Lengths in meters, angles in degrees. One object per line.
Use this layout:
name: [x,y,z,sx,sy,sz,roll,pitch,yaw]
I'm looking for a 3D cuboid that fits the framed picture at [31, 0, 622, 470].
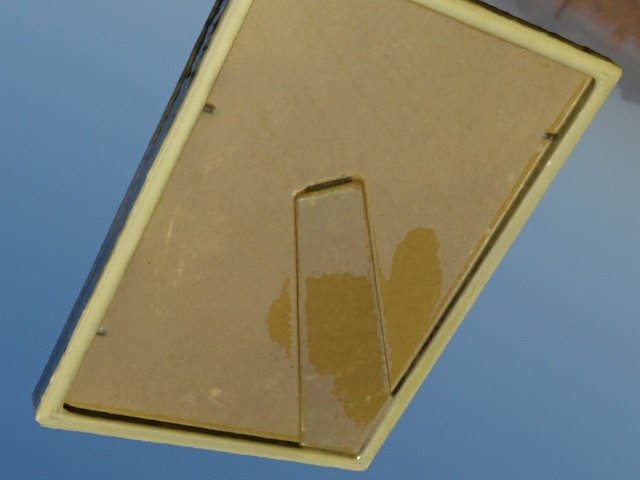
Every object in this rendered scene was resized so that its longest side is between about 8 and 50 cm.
framed picture: [0.000,0.000,0.384,0.150,0.203,0.015,14,-152,-29]
